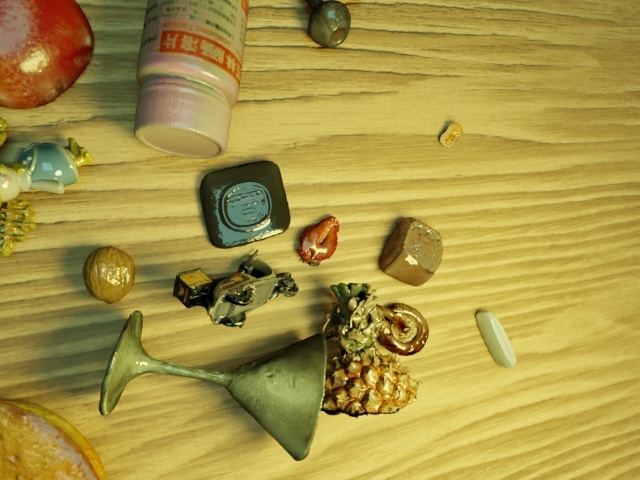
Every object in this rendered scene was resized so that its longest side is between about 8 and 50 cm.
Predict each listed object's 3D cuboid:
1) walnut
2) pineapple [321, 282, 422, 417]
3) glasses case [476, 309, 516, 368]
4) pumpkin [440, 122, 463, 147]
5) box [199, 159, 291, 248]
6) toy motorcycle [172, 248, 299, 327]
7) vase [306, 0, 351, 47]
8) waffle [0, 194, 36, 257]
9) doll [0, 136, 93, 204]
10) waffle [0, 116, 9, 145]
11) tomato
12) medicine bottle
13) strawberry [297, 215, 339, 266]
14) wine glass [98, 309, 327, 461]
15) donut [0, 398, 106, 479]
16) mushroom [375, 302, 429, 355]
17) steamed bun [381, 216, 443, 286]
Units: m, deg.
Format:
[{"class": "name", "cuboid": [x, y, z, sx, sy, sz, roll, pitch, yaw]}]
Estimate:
[{"class": "walnut", "cuboid": [-0.451, 0.074, 0.858, 0.105, 0.105, 0.124, 3, 87, -17]}, {"class": "pineapple", "cuboid": [0.093, 0.229, 0.929, 0.263, 0.262, 0.271, -5, 84, -18]}, {"class": "glasses case", "cuboid": [0.504, 0.284, 1.153, 0.045, 0.067, 0.178, -26, 92, -16]}, {"class": "pumpkin", "cuboid": [0.387, -0.313, 1.203, 0.083, 0.028, 0.050, -45, 96, -8]}, {"class": "box", "cuboid": [-0.183, -0.091, 0.989, 0.213, 0.042, 0.201, -14, 90, -18]}, {"class": "toy motorcycle", "cuboid": [-0.168, 0.100, 0.887, 0.263, 0.157, 0.091, -16, 132, -52]}, {"class": "vase", "cuboid": [0.002, -0.613, 1.077, 0.120, 0.120, 0.183, -26, 78, -19]}, {"class": "waffle", "cuboid": [-0.693, -0.056, 0.817, 0.194, 0.051, 0.149, 42, 70, -10]}, {"class": "doll", "cuboid": [-0.591, -0.133, 0.806, 0.241, 0.099, 0.135, -36, 100, -44]}, {"class": "waffle", "cuboid": [-0.771, -0.191, 0.785, 0.243, 0.059, 0.237, 6, 70, -12]}, {"class": "tomato", "cuboid": [-0.661, -0.453, 0.827, 0.338, 0.144, 0.338, 1, 86, -17]}, {"class": "medicine bottle", "cuboid": [-0.287, -0.397, 0.897, 0.219, 0.219, 0.388, 8, 81, -17]}, {"class": "strawberry", "cuboid": [0.001, 0.000, 1.036, 0.104, 0.048, 0.152, 35, 78, -15]}, {"class": "wine glass", "cuboid": [-0.209, 0.288, 0.835, 0.406, 0.267, 0.267, 14, 80, -13]}, {"class": "donut", "cuboid": [-0.609, 0.472, 0.732, 0.435, 0.163, 0.377, 1, 82, -16]}, {"class": "mushroom", "cuboid": [0.203, 0.225, 1.059, 0.170, 0.080, 0.135, 44, 61, -8]}, {"class": "steamed bun", "cuboid": [0.256, 0.033, 1.082, 0.145, 0.106, 0.175, 27, 74, -13]}]
